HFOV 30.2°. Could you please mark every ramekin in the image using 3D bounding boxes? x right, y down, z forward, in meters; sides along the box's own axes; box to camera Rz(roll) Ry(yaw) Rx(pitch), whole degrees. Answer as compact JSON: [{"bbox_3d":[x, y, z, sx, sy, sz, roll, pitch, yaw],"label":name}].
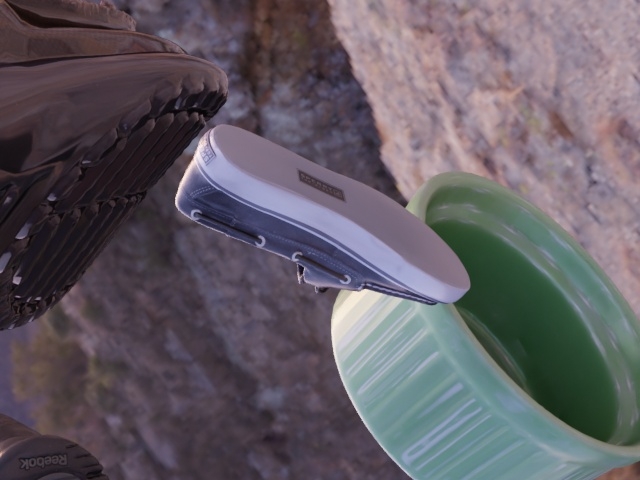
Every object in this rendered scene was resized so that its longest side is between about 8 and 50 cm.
[{"bbox_3d":[0.154,0.099,1.068,0.303,0.303,0.148,51,121,9],"label":"ramekin"}]

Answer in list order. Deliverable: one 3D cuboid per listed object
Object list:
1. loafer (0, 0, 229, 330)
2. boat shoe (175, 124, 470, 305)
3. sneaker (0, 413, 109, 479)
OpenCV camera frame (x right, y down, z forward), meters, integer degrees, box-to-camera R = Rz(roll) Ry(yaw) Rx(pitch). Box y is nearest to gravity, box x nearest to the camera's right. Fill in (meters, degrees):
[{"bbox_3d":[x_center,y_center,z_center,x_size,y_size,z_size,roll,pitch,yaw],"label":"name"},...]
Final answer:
[{"bbox_3d":[-0.138,-0.047,0.393,0.130,0.134,0.366,42,-168,4],"label":"loafer"},{"bbox_3d":[0.000,0.000,0.854,0.228,0.076,0.080,25,-149,-25],"label":"boat shoe"},{"bbox_3d":[-0.185,0.236,0.779,0.130,0.109,0.286,21,120,47],"label":"sneaker"}]
